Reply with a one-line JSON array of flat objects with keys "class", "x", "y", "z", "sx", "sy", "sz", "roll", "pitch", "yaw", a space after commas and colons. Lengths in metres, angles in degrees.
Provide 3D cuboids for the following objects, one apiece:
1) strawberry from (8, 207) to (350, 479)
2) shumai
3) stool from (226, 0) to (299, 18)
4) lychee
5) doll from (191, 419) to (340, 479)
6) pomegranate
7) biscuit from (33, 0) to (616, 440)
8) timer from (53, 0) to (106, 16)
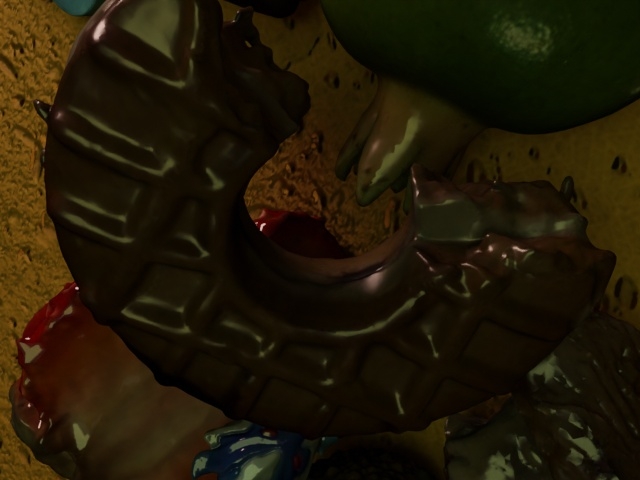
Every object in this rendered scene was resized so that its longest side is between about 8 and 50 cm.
[{"class": "strawberry", "x": -0.121, "y": 0.097, "z": 0.612, "sx": 0.336, "sy": 0.149, "sz": 0.265, "roll": -41, "pitch": 114, "yaw": 0}, {"class": "shumai", "x": 0.217, "y": 0.173, "z": 0.518, "sx": 0.218, "sy": 0.184, "sz": 0.185, "roll": 31, "pitch": 141, "yaw": 2}, {"class": "stool", "x": -0.092, "y": -0.282, "z": 0.534, "sx": 0.153, "sy": 0.228, "sz": 0.139, "roll": 32, "pitch": 106, "yaw": 43}, {"class": "lychee", "x": 0.033, "y": 0.269, "z": 0.579, "sx": 0.171, "sy": 0.171, "sz": 0.171, "roll": 2, "pitch": 97, "yaw": 19}, {"class": "doll", "x": -0.039, "y": 0.176, "z": 0.550, "sx": 0.195, "sy": 0.070, "sz": 0.096, "roll": -41, "pitch": 93, "yaw": -9}, {"class": "pomegranate", "x": 0.112, "y": -0.180, "z": 0.464, "sx": 0.309, "sy": 0.216, "sz": 0.359, "roll": 30, "pitch": 106, "yaw": 11}, {"class": "biscuit", "x": -0.017, "y": 0.009, "z": 0.435, "sx": 0.366, "sy": 0.115, "sz": 0.268, "roll": 27, "pitch": 115, "yaw": -12}, {"class": "timer", "x": -0.252, "y": -0.391, "z": 0.660, "sx": 0.232, "sy": 0.091, "sz": 0.250, "roll": 44, "pitch": 120, "yaw": 9}]
